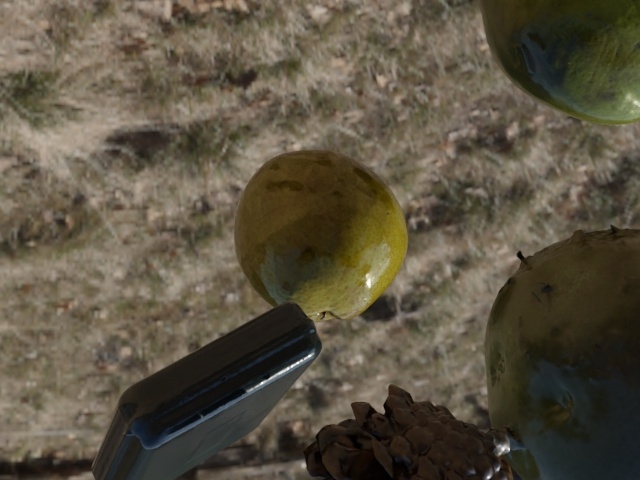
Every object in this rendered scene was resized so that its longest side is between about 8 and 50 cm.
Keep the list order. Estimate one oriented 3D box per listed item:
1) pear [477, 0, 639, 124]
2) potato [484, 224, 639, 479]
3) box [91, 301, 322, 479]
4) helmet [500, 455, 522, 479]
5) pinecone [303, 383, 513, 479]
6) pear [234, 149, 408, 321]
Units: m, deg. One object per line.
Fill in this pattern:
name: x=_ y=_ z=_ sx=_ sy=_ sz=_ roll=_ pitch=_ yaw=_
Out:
pear: x=0.366 y=-0.300 z=1.517 sx=0.321 sy=0.269 sz=0.269 roll=41 pitch=125 yaw=-7
potato: x=0.322 y=0.130 z=0.962 sx=0.359 sy=0.219 sz=0.269 roll=9 pitch=106 yaw=-10
box: x=-0.096 y=0.134 z=0.855 sx=0.160 sy=0.050 sz=0.230 roll=-28 pitch=166 yaw=-27
helmet: x=0.226 y=0.268 z=1.222 sx=0.111 sy=0.089 sz=0.057 roll=30 pitch=105 yaw=-1
pinecone: x=0.055 y=0.182 z=0.714 sx=0.174 sy=0.173 sz=0.173 roll=-6 pitch=141 yaw=-5
pear: x=0.000 y=0.000 z=1.306 sx=0.209 sy=0.208 sz=0.208 roll=-6 pitch=141 yaw=-5
